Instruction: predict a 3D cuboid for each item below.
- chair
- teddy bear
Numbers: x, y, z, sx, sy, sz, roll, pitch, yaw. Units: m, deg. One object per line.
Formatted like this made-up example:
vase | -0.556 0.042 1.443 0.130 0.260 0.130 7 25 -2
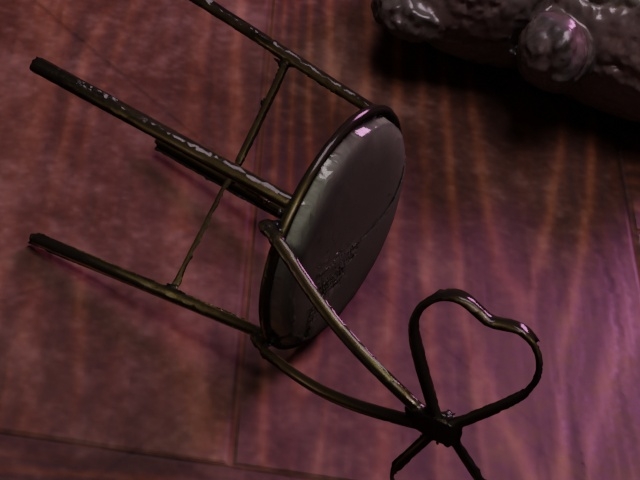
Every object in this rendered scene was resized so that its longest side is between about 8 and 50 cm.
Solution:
chair | 0.000 0.000 0.914 0.326 0.159 0.170 27 43 20
teddy bear | 0.179 -0.181 1.171 0.267 0.151 0.236 27 48 7
